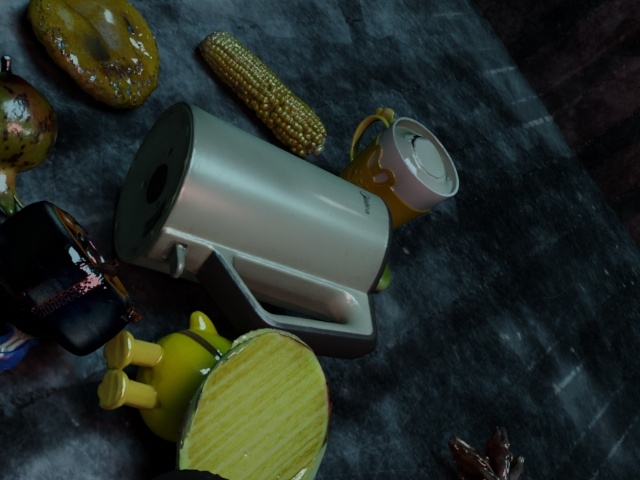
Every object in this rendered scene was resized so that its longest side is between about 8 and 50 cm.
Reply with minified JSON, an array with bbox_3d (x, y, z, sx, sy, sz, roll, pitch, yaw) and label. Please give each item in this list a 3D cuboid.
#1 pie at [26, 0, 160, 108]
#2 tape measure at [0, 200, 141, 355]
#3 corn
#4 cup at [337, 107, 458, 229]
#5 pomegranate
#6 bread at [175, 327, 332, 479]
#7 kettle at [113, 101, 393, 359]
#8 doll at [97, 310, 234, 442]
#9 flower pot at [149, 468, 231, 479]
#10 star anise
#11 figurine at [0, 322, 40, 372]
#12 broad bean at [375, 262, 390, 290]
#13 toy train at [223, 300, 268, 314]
[{"bbox_3d":[-0.374,-0.329,1.861,0.273,0.069,0.273,32,38,-30],"label":"pie"},{"bbox_3d":[-0.329,0.046,1.423,0.202,0.135,0.223,54,-9,-22],"label":"tape measure"},{"bbox_3d":[-0.107,-0.282,2.163,0.320,0.097,0.097,44,32,-12],"label":"corn"},{"bbox_3d":[0.128,-0.136,2.203,0.185,0.226,0.241,7,53,-49],"label":"cup"},{"bbox_3d":[-0.434,-0.130,1.514,0.156,0.156,0.220,13,54,-48],"label":"pomegranate"},{"bbox_3d":[-0.092,0.264,1.505,0.301,0.045,0.301,-15,110,-49],"label":"bread"},{"bbox_3d":[-0.087,0.008,1.674,0.377,0.250,0.361,21,35,-29],"label":"kettle"},{"bbox_3d":[-0.149,0.205,1.568,0.363,0.145,0.199,22,69,-46],"label":"doll"},{"bbox_3d":[-0.106,0.432,1.316,0.267,0.267,0.266,36,34,-44],"label":"flower pot"},{"bbox_3d":[0.322,0.465,2.008,0.288,0.088,0.288,19,59,-34],"label":"star anise"},{"bbox_3d":[-0.442,0.110,1.309,0.164,0.121,0.262,60,11,-13],"label":"figurine"},{"bbox_3d":[0.109,0.058,2.165,0.063,0.045,0.083,-2,70,-53],"label":"broad bean"},{"bbox_3d":[-0.136,0.064,1.820,0.087,0.050,0.137,2,56,-45],"label":"toy train"}]
